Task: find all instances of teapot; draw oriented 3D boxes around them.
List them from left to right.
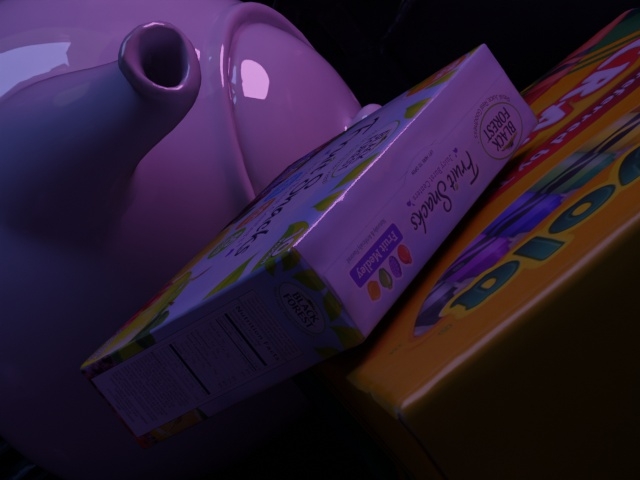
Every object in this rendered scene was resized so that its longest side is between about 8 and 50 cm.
[{"bbox_3d":[-0.047,-0.016,0.772,0.187,0.253,0.256,-18,27,20],"label":"teapot"}]

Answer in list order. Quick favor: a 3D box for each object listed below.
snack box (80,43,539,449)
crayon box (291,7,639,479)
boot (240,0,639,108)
[{"bbox_3d":[0.000,0.000,0.549,0.100,0.037,0.141,-28,13,39],"label":"snack box"},{"bbox_3d":[0.097,0.005,0.541,0.202,0.081,0.318,-38,10,-7],"label":"crayon box"},{"bbox_3d":[0.035,-0.259,0.931,0.367,0.445,0.146,-33,10,21],"label":"boot"}]
